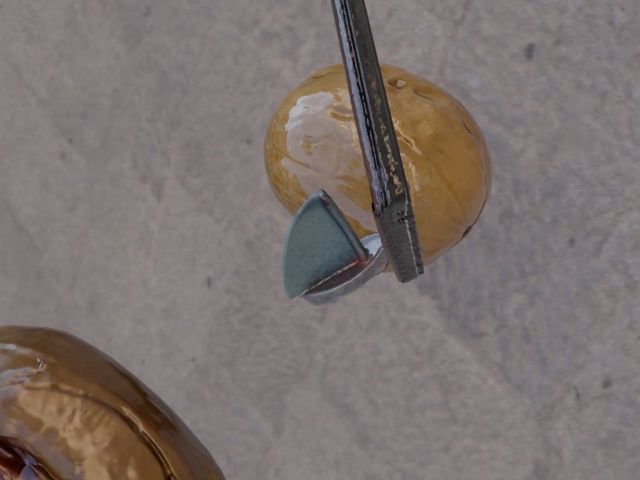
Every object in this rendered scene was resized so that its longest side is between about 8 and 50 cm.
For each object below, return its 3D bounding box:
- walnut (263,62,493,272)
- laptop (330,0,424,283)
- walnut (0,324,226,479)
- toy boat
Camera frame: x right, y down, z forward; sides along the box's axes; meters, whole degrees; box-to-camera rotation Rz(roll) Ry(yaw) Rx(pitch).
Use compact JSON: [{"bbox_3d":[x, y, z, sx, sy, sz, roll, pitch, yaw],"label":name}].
[{"bbox_3d":[0.052,-0.073,1.012,0.221,0.195,0.195,26,115,9],"label":"walnut"},{"bbox_3d":[0.038,-0.087,0.726,0.026,0.154,0.207,-13,67,6],"label":"laptop"},{"bbox_3d":[-0.155,0.150,0.710,0.245,0.137,0.137,42,129,-2],"label":"walnut"},{"bbox_3d":[0.000,0.000,0.808,0.096,0.122,0.034,-33,52,3],"label":"toy boat"}]
